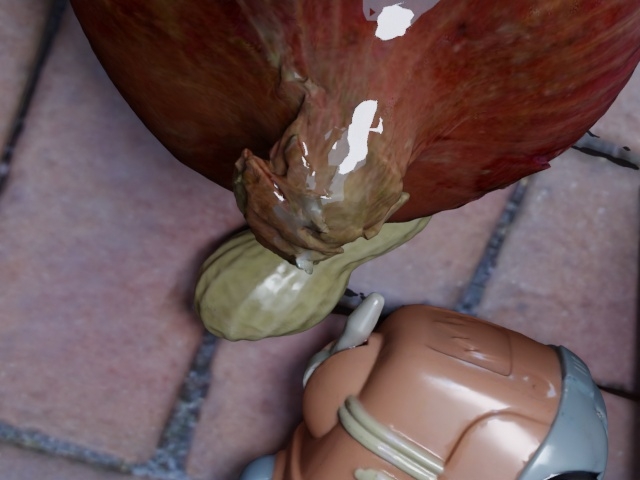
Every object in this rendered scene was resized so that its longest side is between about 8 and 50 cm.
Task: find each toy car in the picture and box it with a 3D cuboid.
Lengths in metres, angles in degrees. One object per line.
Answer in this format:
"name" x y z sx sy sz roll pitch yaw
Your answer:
"toy car" 0.060 0.170 1.224 0.212 0.180 0.270 28 107 -6

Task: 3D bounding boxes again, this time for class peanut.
"peanut" 0.000 0.000 1.191 0.187 0.082 0.082 -42 111 10

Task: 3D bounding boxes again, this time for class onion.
"onion" 0.013 -0.170 1.016 0.354 0.353 0.353 -3 113 -6
